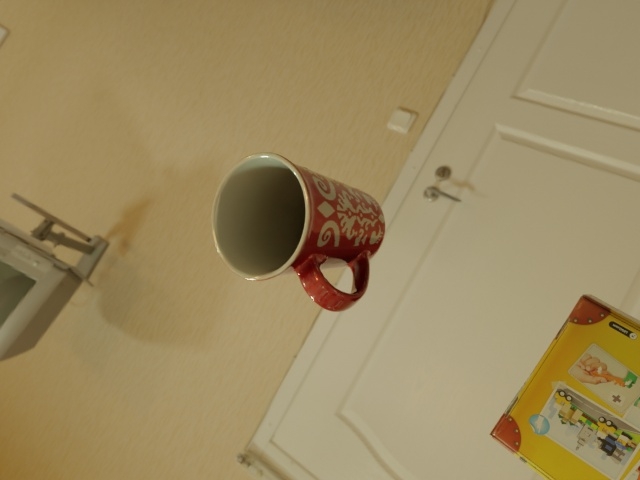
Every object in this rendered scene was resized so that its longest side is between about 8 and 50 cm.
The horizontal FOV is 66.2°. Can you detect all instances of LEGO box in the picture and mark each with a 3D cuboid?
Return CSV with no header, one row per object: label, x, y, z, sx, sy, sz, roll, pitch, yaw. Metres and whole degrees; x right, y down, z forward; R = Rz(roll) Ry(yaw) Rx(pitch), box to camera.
LEGO box,0.672,0.393,0.979,0.500,0.372,0.193,35,-166,32

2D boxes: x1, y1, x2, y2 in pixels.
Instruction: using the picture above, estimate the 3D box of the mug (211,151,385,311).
mug,-0.008,0.000,0.499,0.113,0.150,0.169,-14,171,31
